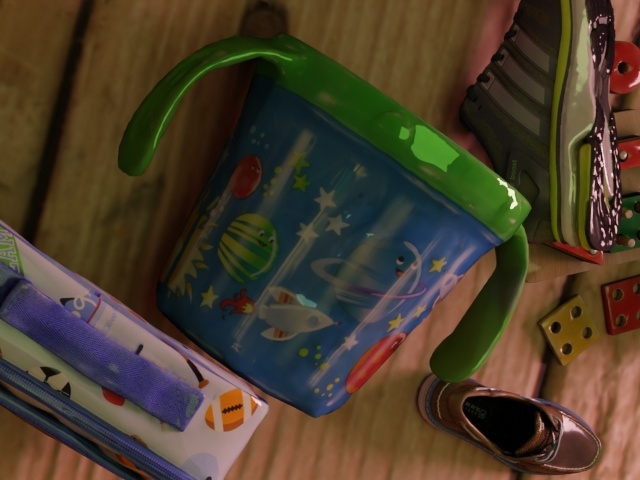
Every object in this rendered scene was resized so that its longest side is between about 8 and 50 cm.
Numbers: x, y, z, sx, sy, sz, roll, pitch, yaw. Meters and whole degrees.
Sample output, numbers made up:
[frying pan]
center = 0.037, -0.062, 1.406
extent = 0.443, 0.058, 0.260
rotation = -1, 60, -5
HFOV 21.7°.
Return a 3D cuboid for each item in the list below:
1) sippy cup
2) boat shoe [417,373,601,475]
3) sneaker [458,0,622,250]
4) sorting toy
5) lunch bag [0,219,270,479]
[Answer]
[sippy cup]
center = 0.000, 0.000, 1.247
extent = 0.305, 0.240, 0.224
rotation = 35, 91, 7
[boat shoe]
center = 0.170, 0.164, 1.417
extent = 0.183, 0.066, 0.066
rotation = 19, 88, -25
[sneaker]
center = 0.172, -0.137, 1.359
extent = 0.111, 0.121, 0.300
rotation = 29, 59, -65
[sorting toy]
center = 0.233, -0.029, 1.436
extent = 0.132, 0.046, 0.274
rotation = -11, 101, -23
[lunch bag]
center = -0.193, 0.068, 1.142
extent = 0.303, 0.243, 0.115
rotation = 35, 81, -25
